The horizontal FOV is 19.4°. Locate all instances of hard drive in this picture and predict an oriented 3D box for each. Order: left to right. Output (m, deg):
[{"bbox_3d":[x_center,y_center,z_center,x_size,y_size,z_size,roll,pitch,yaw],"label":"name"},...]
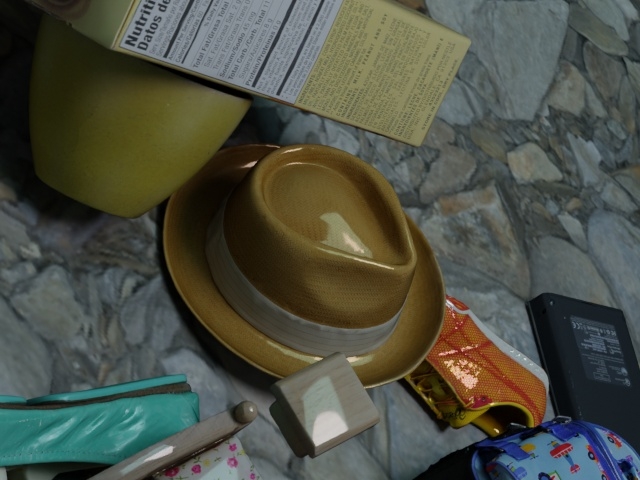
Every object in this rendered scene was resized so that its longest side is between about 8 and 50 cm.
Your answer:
[{"bbox_3d":[0.208,0.109,1.395,0.094,0.022,0.135,14,53,-40],"label":"hard drive"}]

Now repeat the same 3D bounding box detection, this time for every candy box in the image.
[{"bbox_3d":[-0.068,-0.153,1.140,0.183,0.087,0.316,31,11,34],"label":"candy box"}]

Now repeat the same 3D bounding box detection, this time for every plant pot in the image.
[{"bbox_3d":[-0.119,-0.069,1.113,0.134,0.095,0.134,24,8,-4],"label":"plant pot"}]

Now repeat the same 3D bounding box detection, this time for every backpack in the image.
[{"bbox_3d":[0.161,0.187,1.200,0.173,0.117,0.158,-11,70,-44],"label":"backpack"}]

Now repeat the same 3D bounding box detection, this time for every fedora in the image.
[{"bbox_3d":[0.000,0.000,1.175,0.194,0.079,0.194,11,54,-15],"label":"fedora"}]

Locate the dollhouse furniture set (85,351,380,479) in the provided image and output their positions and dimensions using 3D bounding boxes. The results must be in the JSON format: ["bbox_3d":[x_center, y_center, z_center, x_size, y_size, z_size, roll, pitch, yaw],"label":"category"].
[{"bbox_3d":[-0.023,0.228,0.855,0.356,0.174,0.303,-26,80,-33],"label":"dollhouse furniture set"}]

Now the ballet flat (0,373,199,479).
[{"bbox_3d":[-0.158,0.116,0.966,0.247,0.083,0.087,1,76,-44],"label":"ballet flat"}]

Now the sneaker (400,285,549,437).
[{"bbox_3d":[0.087,0.085,1.258,0.175,0.064,0.067,32,53,-21],"label":"sneaker"}]
